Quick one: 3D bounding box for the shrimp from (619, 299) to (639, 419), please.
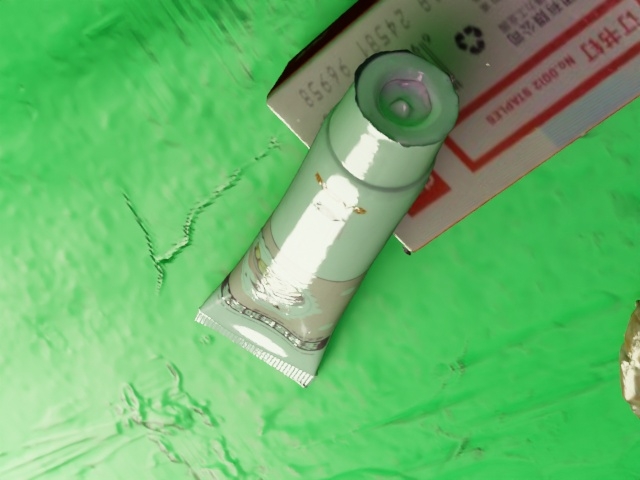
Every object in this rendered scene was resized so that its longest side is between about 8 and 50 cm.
[{"bbox_3d":[0.237,0.030,0.814,0.126,0.047,0.223,20,125,6],"label":"shrimp"}]

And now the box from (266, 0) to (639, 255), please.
[{"bbox_3d":[0.089,-0.099,0.788,0.123,0.050,0.229,44,126,-11],"label":"box"}]

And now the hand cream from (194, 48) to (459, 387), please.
[{"bbox_3d":[0.000,0.000,0.840,0.085,0.058,0.331,28,153,-2],"label":"hand cream"}]
